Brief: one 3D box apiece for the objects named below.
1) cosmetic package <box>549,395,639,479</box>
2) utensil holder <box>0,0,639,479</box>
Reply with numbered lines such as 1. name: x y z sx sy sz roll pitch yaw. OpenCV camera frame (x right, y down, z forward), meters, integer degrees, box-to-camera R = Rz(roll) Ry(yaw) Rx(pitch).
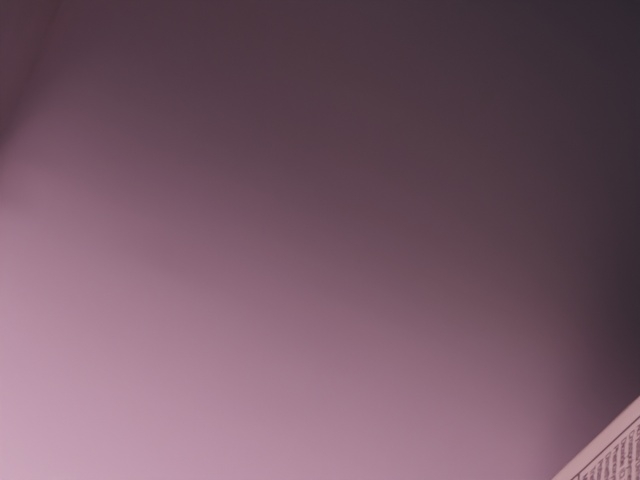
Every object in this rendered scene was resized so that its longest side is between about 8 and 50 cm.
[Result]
1. cosmetic package: 0.187 0.077 0.562 0.296 0.129 0.153 -52 19 42
2. utensil holder: 0.000 0.000 0.814 0.327 0.385 0.327 -57 16 27
